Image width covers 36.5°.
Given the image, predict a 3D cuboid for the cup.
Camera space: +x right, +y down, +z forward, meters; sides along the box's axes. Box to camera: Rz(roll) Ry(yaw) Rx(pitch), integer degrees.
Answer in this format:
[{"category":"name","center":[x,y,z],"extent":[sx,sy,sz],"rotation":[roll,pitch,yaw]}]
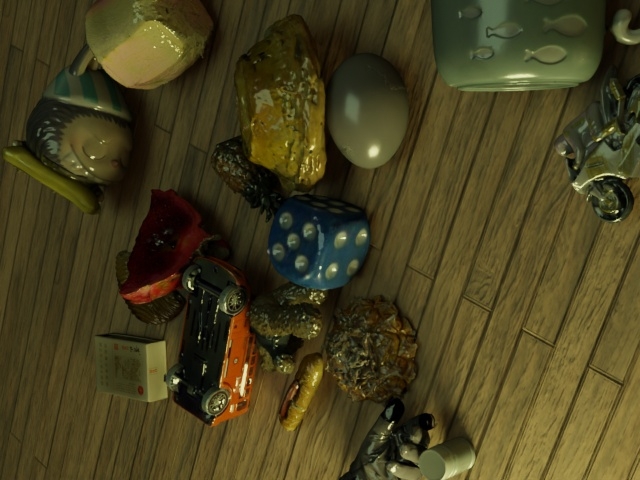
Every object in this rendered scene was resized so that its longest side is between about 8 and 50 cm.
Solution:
[{"category":"cup","center":[0.335,-0.358,1.406],"extent":[0.356,0.259,0.275],"rotation":[1,96,10]}]

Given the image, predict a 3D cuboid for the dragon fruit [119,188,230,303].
[{"category":"dragon fruit","center":[-0.288,0.031,2.038],"extent":[0.211,0.134,0.262],"rotation":[-1,57,28]}]

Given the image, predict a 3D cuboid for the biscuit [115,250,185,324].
[{"category":"biscuit","center":[-0.391,0.102,2.203],"extent":[0.228,0.031,0.176],"rotation":[5,99,42]}]

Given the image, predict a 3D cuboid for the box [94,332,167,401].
[{"category":"box","center":[-0.440,0.291,2.246],"extent":[0.201,0.058,0.141],"rotation":[0,94,42]}]

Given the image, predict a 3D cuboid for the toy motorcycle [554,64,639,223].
[{"category":"toy motorcycle","center":[0.419,-0.147,1.438],"extent":[0.152,0.073,0.225],"rotation":[27,112,40]}]

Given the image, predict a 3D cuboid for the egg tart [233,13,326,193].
[{"category":"egg tart","center":[-0.082,-0.241,1.762],"extent":[0.341,0.129,0.341],"rotation":[171,90,-77]}]

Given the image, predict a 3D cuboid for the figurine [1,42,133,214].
[{"category":"figurine","center":[-0.524,-0.271,2.222],"extent":[0.378,0.266,0.361],"rotation":[-56,24,-7]}]

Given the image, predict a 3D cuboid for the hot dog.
[{"category":"hot dog","center":[-0.042,0.295,1.862],"extent":[0.216,0.047,0.066],"rotation":[113,150,-44]}]

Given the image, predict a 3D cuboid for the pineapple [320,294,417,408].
[{"category":"pineapple","center":[0.081,0.204,1.767],"extent":[0.224,0.076,0.225],"rotation":[3,94,40]}]

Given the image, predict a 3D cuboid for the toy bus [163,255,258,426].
[{"category":"toy bus","center":[-0.200,0.195,1.963],"extent":[0.143,0.153,0.329],"rotation":[23,110,39]}]

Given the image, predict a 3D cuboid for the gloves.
[{"category":"gloves","center":[0.122,0.381,1.724],"extent":[0.142,0.119,0.285],"rotation":[59,141,21]}]

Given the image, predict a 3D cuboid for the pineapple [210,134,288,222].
[{"category":"pineapple","center":[-0.131,-0.115,1.919],"extent":[0.198,0.108,0.108],"rotation":[52,125,10]}]

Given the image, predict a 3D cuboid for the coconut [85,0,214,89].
[{"category":"coconut","center":[-0.363,-0.427,2.006],"extent":[0.245,0.233,0.233],"rotation":[-27,76,35]}]

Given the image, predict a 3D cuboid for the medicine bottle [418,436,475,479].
[{"category":"medicine bottle","center":[0.215,0.372,1.650],"extent":[0.058,0.091,0.058],"rotation":[4,96,41]}]

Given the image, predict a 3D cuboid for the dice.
[{"category":"dice","center":[0.000,0.000,1.772],"extent":[0.143,0.146,0.146],"rotation":[25,110,35]}]

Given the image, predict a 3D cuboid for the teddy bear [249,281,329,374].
[{"category":"teddy bear","center":[-0.076,0.152,1.851],"extent":[0.129,0.182,0.251],"rotation":[23,138,-6]}]

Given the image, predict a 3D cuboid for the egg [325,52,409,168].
[{"category":"egg","center":[0.080,-0.224,1.681],"extent":[0.146,0.146,0.199],"rotation":[-1,100,42]}]
